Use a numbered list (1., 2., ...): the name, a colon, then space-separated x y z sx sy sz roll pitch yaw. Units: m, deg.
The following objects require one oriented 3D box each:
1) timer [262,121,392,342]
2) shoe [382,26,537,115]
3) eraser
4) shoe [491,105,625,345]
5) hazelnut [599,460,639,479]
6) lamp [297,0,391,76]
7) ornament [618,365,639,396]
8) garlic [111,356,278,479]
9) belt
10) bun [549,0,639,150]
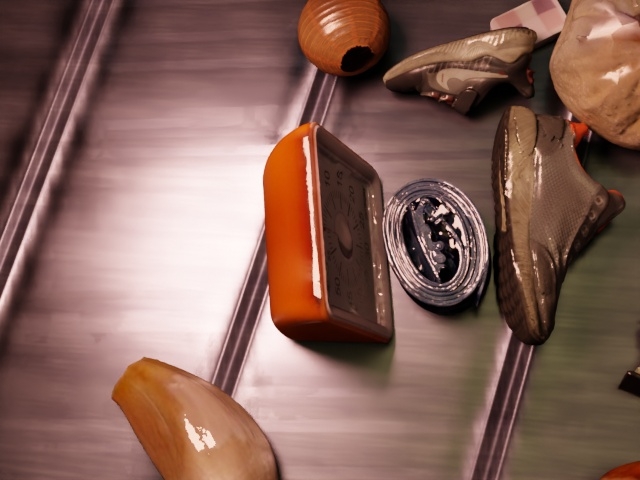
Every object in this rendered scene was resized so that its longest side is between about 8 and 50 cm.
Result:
1. timer: 0.000 0.000 1.416 0.161 0.250 0.258 -5 75 6
2. shoe: 0.207 -0.233 1.530 0.227 0.099 0.112 -16 96 16
3. eraser: 0.307 -0.314 1.570 0.105 0.026 0.065 -26 73 1
4. shoe: 0.328 -0.021 1.454 0.171 0.132 0.337 1 73 -2
5. hazelnut: 0.426 0.374 1.310 0.214 0.176 0.214 3 83 -20
6. lamp: 0.034 -0.305 1.549 0.136 0.136 0.136 -2 76 7
7. ornament: 0.470 0.114 1.413 0.088 0.081 0.203 24 80 12
8. garlic: -0.163 0.276 1.456 0.143 0.112 0.318 -44 64 -2
9. belt: 0.163 0.010 1.479 0.141 0.082 0.190 -18 73 8
10. bun: 0.446 -0.265 1.448 0.281 0.205 0.282 -2 76 9
